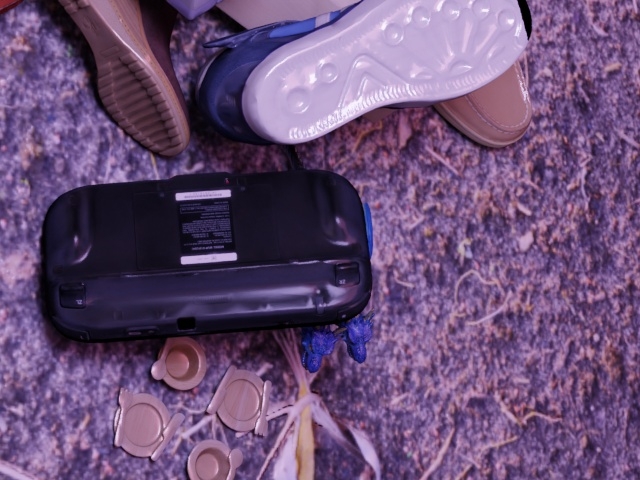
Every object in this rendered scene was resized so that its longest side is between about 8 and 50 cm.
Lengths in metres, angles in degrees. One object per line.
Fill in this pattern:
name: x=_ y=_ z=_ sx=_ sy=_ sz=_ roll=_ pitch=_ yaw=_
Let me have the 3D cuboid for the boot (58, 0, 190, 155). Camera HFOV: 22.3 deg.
boot: x=-0.163 y=-0.236 z=1.666 sx=0.207 sy=0.090 sz=0.248 roll=-54 pitch=126 yaw=-42

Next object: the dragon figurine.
dragon figurine: x=0.000 y=0.000 z=1.685 sx=0.085 sy=0.144 sz=0.289 roll=10 pitch=75 yaw=-31

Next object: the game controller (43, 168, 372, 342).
game controller: x=-0.111 y=0.011 z=1.587 sx=0.319 sy=0.067 sz=0.166 roll=-4 pitch=57 yaw=-6

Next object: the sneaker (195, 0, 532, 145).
sneaker: x=0.026 y=-0.191 z=1.652 sx=0.323 sy=0.236 sz=0.130 roll=-24 pitch=108 yaw=-18

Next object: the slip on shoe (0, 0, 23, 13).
slip on shoe: x=-0.387 y=-0.185 z=1.511 sx=0.331 sy=0.123 sz=0.101 roll=-42 pitch=138 yaw=-37

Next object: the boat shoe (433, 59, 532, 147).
boat shoe: x=0.153 y=-0.262 z=1.854 sx=0.121 sy=0.110 sz=0.341 roll=-38 pitch=101 yaw=-32

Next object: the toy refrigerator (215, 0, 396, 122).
toy refrigerator: x=0.001 y=-0.250 z=1.736 sx=0.269 sy=0.102 sz=0.094 roll=34 pitch=45 yaw=-28

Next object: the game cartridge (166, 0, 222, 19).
game cartridge: x=-0.170 y=-0.383 z=1.612 sx=0.355 sy=0.068 sz=0.230 roll=42 pitch=51 yaw=16

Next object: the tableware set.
tableware set: x=-0.127 y=0.175 z=1.645 sx=0.168 sy=0.020 sz=0.141 roll=33 pitch=65 yaw=-23
